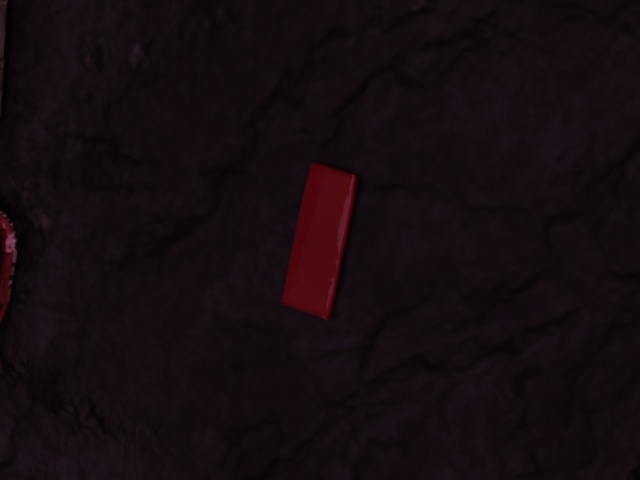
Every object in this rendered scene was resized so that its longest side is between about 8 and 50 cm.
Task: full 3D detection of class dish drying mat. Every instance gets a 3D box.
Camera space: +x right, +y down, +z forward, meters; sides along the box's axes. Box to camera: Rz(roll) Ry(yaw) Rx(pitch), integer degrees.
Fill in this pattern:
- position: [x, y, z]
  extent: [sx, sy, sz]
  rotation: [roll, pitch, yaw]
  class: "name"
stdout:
- position: [0.000, 0.000, 0.687]
  extent: [0.032, 0.008, 0.083]
  rotation: [18, 105, 25]
  class: "dish drying mat"

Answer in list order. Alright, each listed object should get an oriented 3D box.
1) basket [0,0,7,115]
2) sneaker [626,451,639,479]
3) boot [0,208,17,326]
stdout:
- position: [-0.257, -0.147, 0.740]
  extent: [0.103, 0.113, 0.167]
  rotation: [9, 101, 24]
  class: "basket"
- position: [0.238, 0.035, 0.519]
  extent: [0.297, 0.129, 0.111]
  rotation: [-44, 74, 5]
  class: "sneaker"
- position: [-0.299, 0.048, 0.803]
  extent: [0.179, 0.085, 0.236]
  rotation: [23, 107, 20]
  class: "boot"
